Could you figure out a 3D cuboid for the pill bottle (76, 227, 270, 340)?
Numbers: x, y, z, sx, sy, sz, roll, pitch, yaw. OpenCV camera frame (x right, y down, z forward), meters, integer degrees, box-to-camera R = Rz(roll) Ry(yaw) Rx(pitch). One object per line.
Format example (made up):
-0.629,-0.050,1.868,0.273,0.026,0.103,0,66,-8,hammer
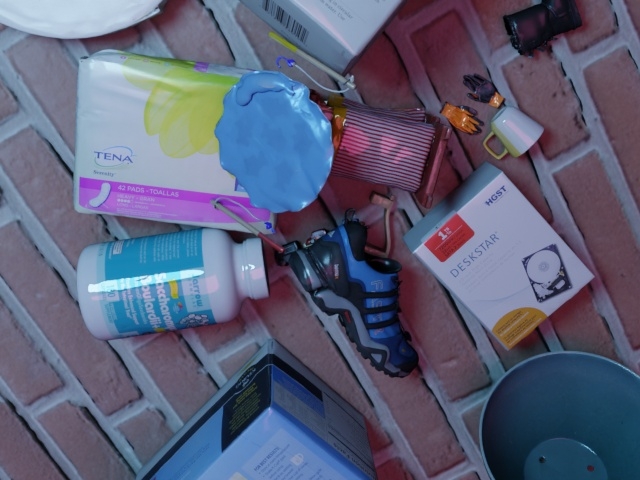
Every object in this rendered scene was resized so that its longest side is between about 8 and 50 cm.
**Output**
-0.211,0.059,1.096,0.264,0.146,0.146,-9,108,-1,pill bottle

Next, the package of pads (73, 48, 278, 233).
-0.196,-0.142,1.058,0.296,0.101,0.229,6,107,-6,package of pads

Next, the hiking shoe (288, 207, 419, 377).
0.086,0.097,1.125,0.132,0.113,0.304,-39,125,3,hiking shoe

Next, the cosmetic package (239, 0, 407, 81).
0.073,-0.399,0.882,0.197,0.155,0.365,40,86,-5,cosmetic package

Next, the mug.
0.284,-0.162,1.110,0.064,0.062,0.078,42,94,-7,mug

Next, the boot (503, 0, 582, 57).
0.311,-0.334,1.066,0.099,0.045,0.121,-25,108,7,boot

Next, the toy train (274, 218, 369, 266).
0.000,0.000,1.143,0.158,0.027,0.036,-21,83,14,toy train

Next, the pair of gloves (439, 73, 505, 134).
0.229,-0.204,1.116,0.074,0.010,0.083,32,102,-13,pair of gloves

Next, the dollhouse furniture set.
0.086,-0.255,1.015,0.201,0.152,0.374,9,107,-7,dollhouse furniture set

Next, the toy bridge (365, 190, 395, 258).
0.075,0.013,1.166,0.063,0.026,0.188,22,105,-12,toy bridge

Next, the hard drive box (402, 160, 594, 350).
0.273,0.025,1.151,0.181,0.089,0.232,-44,105,9,hard drive box

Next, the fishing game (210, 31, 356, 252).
-0.059,-0.126,0.960,0.189,0.041,0.264,32,120,21,fishing game

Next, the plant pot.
0.403,0.352,1.191,0.290,0.290,0.195,-16,143,1,plant pot

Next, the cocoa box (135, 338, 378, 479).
-0.112,0.380,1.161,0.231,0.228,0.347,42,100,-15,cocoa box

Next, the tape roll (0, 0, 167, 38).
-0.336,-0.461,0.963,0.392,0.072,0.392,-1,108,-4,tape roll
